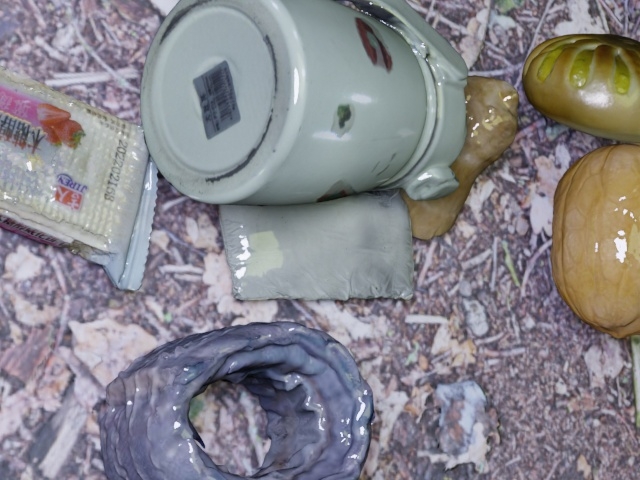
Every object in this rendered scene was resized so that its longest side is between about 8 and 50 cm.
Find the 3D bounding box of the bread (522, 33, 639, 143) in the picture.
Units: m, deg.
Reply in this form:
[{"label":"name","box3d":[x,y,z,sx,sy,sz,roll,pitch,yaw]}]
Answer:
[{"label":"bread","box3d":[0.337,-0.185,1.680,0.213,0.213,0.105,-4,116,-33]}]

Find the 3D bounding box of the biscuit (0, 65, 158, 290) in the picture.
[{"label":"biscuit","box3d":[-0.288,-0.079,1.330,0.309,0.079,0.186,25,65,-28]}]

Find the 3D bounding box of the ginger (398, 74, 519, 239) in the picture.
[{"label":"ginger","box3d":[0.155,-0.095,1.596,0.115,0.122,0.193,15,77,-50]}]

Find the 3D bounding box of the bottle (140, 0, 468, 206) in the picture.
[{"label":"bottle","box3d":[0.011,-0.145,1.430,0.351,0.229,0.229,-2,81,-49]}]

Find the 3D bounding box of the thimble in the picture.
[{"label":"thimble","box3d":[-0.077,0.173,1.359,0.236,0.172,0.205,16,69,-27]}]

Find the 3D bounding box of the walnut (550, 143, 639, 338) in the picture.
[{"label":"walnut","box3d":[0.353,-0.001,1.658,0.193,0.193,0.226,17,72,-29]}]

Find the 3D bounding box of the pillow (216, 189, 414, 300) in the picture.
[{"label":"pillow","box3d":[0.000,0.000,1.512,0.229,0.051,0.128,1,77,-30]}]
